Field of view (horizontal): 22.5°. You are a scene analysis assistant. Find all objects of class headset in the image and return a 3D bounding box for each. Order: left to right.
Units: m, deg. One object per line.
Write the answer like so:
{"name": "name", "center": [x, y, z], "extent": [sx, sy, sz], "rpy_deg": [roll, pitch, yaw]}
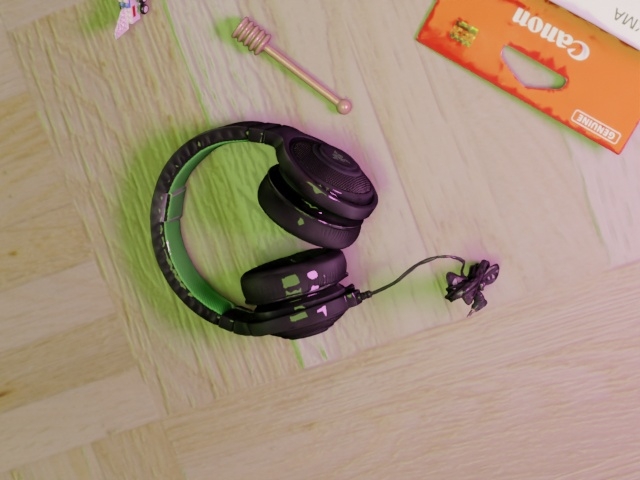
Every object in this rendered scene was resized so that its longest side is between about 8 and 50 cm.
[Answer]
{"name": "headset", "center": [0.000, 0.000, 1.845], "extent": [0.394, 0.185, 0.243], "rpy_deg": [17, 108, 21]}

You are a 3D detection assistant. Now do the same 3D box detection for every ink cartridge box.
{"name": "ink cartridge box", "center": [0.269, -0.259, 1.756], "extent": [0.275, 0.060, 0.239], "rpy_deg": [31, 103, 8]}

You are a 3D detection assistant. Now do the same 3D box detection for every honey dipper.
{"name": "honey dipper", "center": [-0.029, -0.197, 1.844], "extent": [0.161, 0.030, 0.030], "rpy_deg": [36, 104, -2]}

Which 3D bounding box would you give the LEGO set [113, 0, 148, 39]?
{"name": "LEGO set", "center": [-0.227, -0.348, 1.797], "extent": [0.244, 0.060, 0.182], "rpy_deg": [47, 133, -3]}
